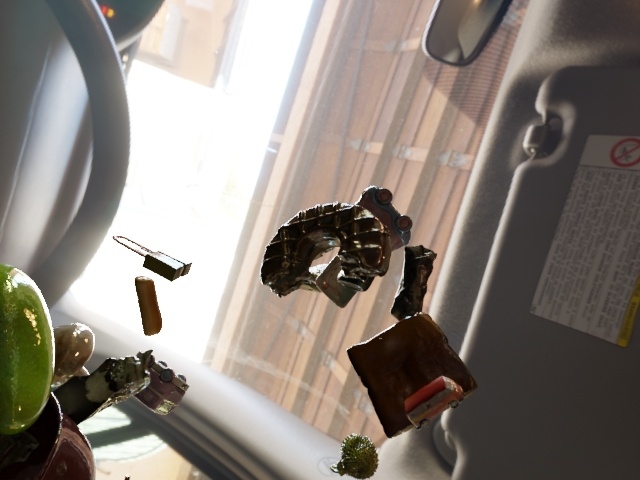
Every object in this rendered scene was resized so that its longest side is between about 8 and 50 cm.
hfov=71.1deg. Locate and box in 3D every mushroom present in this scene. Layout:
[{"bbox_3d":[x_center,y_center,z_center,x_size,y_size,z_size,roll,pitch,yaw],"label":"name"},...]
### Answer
[{"bbox_3d":[-0.981,0.481,1.720,0.292,0.292,0.290,41,-23,62],"label":"mushroom"}]

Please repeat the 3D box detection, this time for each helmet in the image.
[{"bbox_3d":[-0.563,0.486,0.854,0.385,0.230,0.337,-5,-136,33],"label":"helmet"}]

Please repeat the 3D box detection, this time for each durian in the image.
[{"bbox_3d":[0.145,0.818,1.692,0.146,0.198,0.159,3,-115,31],"label":"durian"}]

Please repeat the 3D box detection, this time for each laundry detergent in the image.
[{"bbox_3d":[0.148,0.056,1.466,0.144,0.078,0.222,3,-120,55],"label":"laundry detergent"}]

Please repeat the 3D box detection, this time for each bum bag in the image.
[{"bbox_3d":[0.361,0.177,1.747,0.095,0.144,0.340,148,-42,-74],"label":"bum bag"}]

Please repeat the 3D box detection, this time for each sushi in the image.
[{"bbox_3d":[-0.560,0.394,1.224,0.134,0.273,0.109,46,-17,32],"label":"sushi"}]

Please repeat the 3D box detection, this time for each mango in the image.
[{"bbox_3d":[-0.539,0.174,0.756,0.343,0.156,0.192,46,-49,33],"label":"mango"}]

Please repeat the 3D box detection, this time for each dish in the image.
[{"bbox_3d":[0.086,0.131,1.663,0.212,0.151,0.077,-48,-173,-17],"label":"dish"}]

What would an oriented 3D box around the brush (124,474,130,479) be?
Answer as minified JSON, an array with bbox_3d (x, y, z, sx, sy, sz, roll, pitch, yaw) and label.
[{"bbox_3d":[-0.465,0.704,1.027,0.084,0.071,0.301,149,-56,-63],"label":"brush"}]

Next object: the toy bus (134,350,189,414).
[{"bbox_3d":[-0.570,0.483,1.530,0.142,0.202,0.142,-55,160,-20],"label":"toy bus"}]

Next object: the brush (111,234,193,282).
[{"bbox_3d":[-0.495,0.041,1.287,0.103,0.233,0.047,-42,157,-78],"label":"brush"}]

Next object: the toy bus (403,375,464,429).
[{"bbox_3d":[0.322,0.461,1.290,0.174,0.077,0.079,-41,-167,15],"label":"toy bus"}]

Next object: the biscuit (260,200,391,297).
[{"bbox_3d":[0.017,0.012,1.241,0.366,0.115,0.268,-11,-130,18],"label":"biscuit"}]

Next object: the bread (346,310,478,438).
[{"bbox_3d":[0.293,0.442,1.499,0.324,0.333,0.143,58,-6,34],"label":"bread"}]

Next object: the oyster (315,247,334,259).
[{"bbox_3d":[0.000,0.000,1.505,0.163,0.191,0.081,72,11,-60],"label":"oyster"}]

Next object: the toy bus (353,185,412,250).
[{"bbox_3d":[0.232,-0.067,1.871,0.231,0.294,0.197,-35,174,-1],"label":"toy bus"}]

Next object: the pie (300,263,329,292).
[{"bbox_3d":[-0.015,0.158,1.805,0.205,0.179,0.084,2,-69,45],"label":"pie"}]

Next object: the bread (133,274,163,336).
[{"bbox_3d":[-0.665,0.250,1.738,0.092,0.074,0.239,-95,177,-80],"label":"bread"}]
